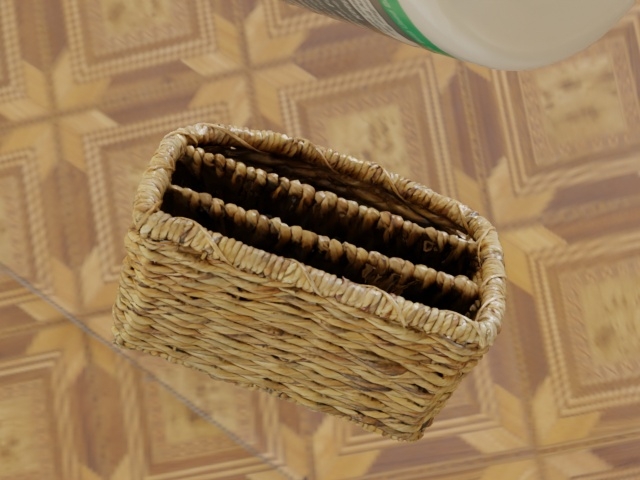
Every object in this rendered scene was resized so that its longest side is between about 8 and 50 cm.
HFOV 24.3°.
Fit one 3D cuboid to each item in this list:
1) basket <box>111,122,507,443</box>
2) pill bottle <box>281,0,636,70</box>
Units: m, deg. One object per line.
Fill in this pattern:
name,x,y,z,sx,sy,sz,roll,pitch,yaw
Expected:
basket,0.000,0.000,1.223,0.299,0.223,0.213,19,58,-2
pill bottle,0.016,-0.233,0.869,0.361,0.204,0.204,27,90,49
